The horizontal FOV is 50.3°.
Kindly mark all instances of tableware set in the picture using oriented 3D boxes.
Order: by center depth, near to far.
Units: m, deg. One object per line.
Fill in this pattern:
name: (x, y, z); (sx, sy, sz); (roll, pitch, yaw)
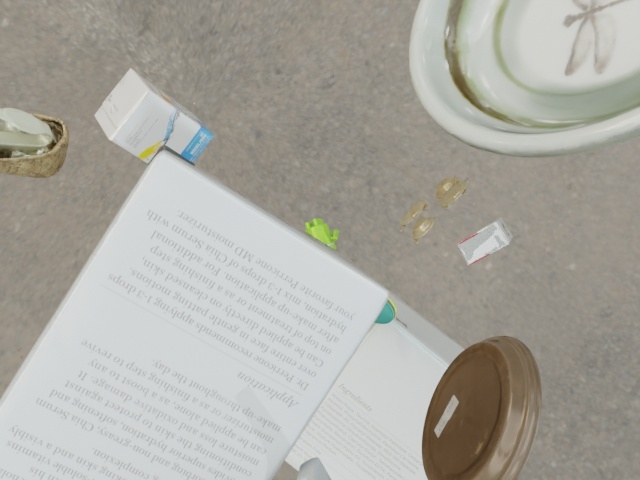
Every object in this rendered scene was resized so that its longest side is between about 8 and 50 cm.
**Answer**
tableware set: (0.217, -0.066, 1.305); (0.020, 0.141, 0.169); (43, 106, -14)

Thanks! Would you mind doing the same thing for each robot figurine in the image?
robot figurine: (0.000, 0.000, 1.794); (0.101, 0.067, 0.115); (-26, 79, 23)

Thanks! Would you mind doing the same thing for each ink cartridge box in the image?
ink cartridge box: (0.398, 0.000, 1.645); (0.109, 0.150, 0.063); (-32, 85, 19)
ink cartridge box: (-0.446, -0.308, 1.827); (0.168, 0.171, 0.233); (-50, 135, 7)

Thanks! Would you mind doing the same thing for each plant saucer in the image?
plant saucer: (0.280, -0.242, 0.677); (0.100, 0.400, 0.400); (32, 94, -41)
plant saucer: (0.230, 0.271, 1.033); (0.041, 0.278, 0.277); (23, 96, -13)

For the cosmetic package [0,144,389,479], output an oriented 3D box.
cosmetic package: (-0.166, 0.164, 0.620); (0.230, 0.161, 0.453); (33, 91, -15)

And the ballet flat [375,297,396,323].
ballet flat: (0.047, 0.091, 1.363); (0.231, 0.077, 0.077); (23, 114, -5)

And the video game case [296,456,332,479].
video game case: (0.033, 0.286, 0.523); (0.023, 0.183, 0.201); (-30, 90, 5)

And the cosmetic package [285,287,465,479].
cosmetic package: (0.139, 0.373, 1.593); (0.327, 0.329, 0.393); (39, 99, -2)

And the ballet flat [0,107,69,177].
ballet flat: (-0.314, -0.094, 0.594); (0.067, 0.206, 0.073); (-43, 70, 33)
